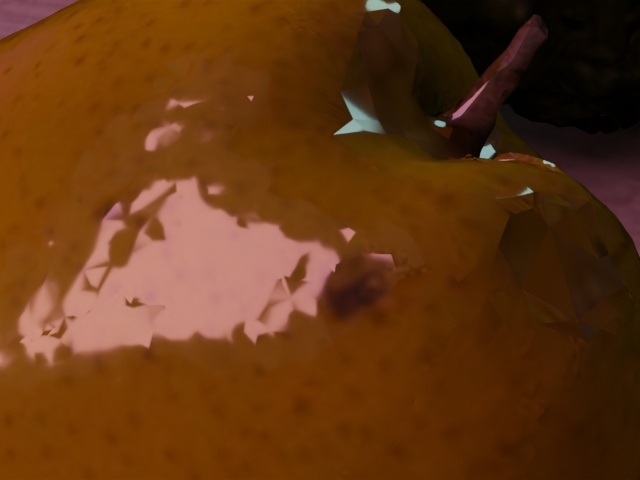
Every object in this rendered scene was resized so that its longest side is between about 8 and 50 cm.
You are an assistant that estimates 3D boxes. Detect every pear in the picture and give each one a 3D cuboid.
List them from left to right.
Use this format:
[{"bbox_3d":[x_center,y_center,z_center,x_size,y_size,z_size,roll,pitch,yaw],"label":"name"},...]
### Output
[{"bbox_3d":[-0.038,0.072,0.577,0.336,0.285,0.285,-17,47,30],"label":"pear"}]

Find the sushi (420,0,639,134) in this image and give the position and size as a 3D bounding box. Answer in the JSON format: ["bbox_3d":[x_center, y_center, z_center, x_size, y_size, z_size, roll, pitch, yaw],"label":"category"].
[{"bbox_3d":[0.046,-0.212,0.767,0.352,0.178,0.294,23,90,57],"label":"sushi"}]
